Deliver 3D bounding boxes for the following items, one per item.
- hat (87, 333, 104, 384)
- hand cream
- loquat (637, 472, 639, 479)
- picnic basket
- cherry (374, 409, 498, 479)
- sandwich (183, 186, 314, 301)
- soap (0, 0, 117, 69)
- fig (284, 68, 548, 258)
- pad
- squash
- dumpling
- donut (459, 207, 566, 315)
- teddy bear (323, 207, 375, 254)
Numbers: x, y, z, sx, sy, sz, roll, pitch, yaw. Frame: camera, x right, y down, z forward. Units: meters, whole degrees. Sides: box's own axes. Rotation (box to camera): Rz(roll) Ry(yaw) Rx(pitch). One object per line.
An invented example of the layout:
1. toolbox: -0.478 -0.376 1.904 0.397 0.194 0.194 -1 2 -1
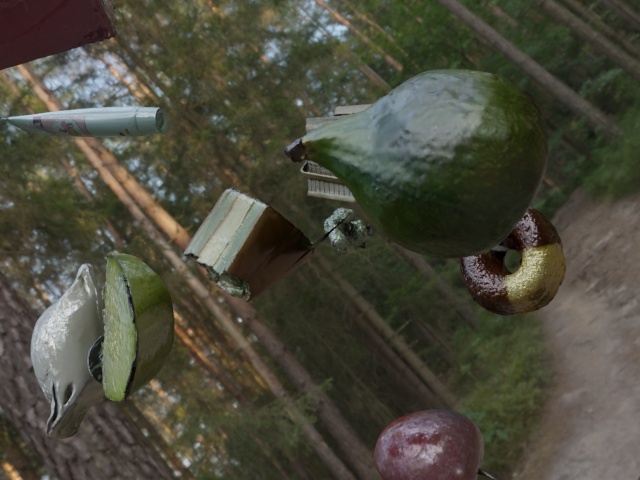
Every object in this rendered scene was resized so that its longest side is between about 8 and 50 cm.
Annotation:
1. hat: -0.370 0.216 1.161 0.050 0.121 0.121 -42 -9 38
2. hand cream: -0.454 -0.232 1.216 0.085 0.331 0.058 27 -113 -73
3. loquat: 0.713 0.483 1.067 0.328 0.328 0.328 -41 -14 -12
4. picnic basket: 0.139 -0.177 1.218 0.313 0.175 0.228 -8 12 -28
5. cherry: 0.261 0.482 1.385 0.236 0.286 0.212 33 -111 -59
6. sandwich: -0.149 0.031 1.361 0.198 0.155 0.227 -58 -39 -7
7. soap: -0.485 -0.350 0.844 0.360 0.128 0.233 -16 -46 1
8. fig: 0.089 -0.095 0.637 0.203 0.235 0.203 -161 90 -84
9. pad: 0.000 0.000 1.322 0.116 0.004 0.193 -45 -3 32
10. squash: -0.302 0.125 0.936 0.204 0.236 0.155 -6 -6 25
11. dumpling: -0.518 0.242 1.358 0.181 0.341 0.260 -19 -22 -12
12. donut: 0.291 0.022 0.975 0.166 0.184 0.073 -5 -17 28
13. teddy bear: 0.068 -0.027 1.829 0.213 0.111 0.133 17 -90 -63
